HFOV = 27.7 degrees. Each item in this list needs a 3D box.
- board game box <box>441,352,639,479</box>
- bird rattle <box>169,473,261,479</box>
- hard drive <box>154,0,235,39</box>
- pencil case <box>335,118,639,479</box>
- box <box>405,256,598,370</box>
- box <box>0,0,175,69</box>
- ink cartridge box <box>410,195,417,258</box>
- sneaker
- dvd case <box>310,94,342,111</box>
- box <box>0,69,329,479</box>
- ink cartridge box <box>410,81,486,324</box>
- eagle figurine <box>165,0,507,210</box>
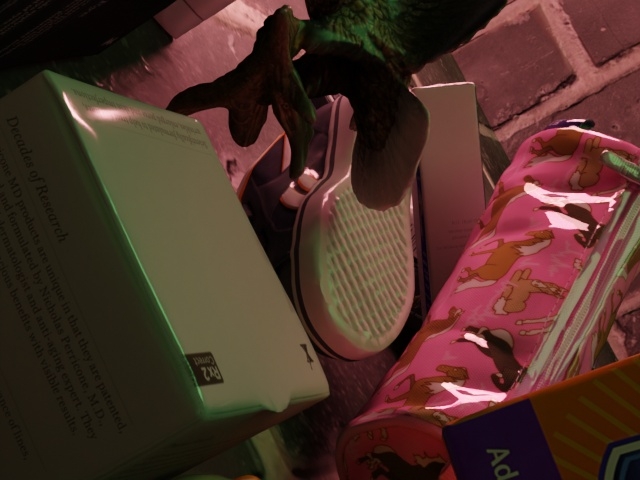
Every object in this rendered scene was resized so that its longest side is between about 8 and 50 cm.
[{"bbox_3d":[0.306,0.259,0.677,0.356,0.356,0.356,66,5,-56],"label":"board game box"},{"bbox_3d":[-0.032,0.216,0.653,0.207,0.143,0.253,53,26,15],"label":"bird rattle"},{"bbox_3d":[-0.047,-0.341,1.077,0.233,0.353,0.047,47,19,-41],"label":"hard drive"},{"bbox_3d":[0.157,0.069,1.014,0.386,0.160,0.167,-53,150,-38],"label":"pencil case"},{"bbox_3d":[0.185,0.088,1.399,0.233,0.059,0.183,28,11,11],"label":"box"},{"bbox_3d":[-0.105,-0.261,0.769,0.179,0.343,0.312,58,15,-4],"label":"box"},{"bbox_3d":[0.093,-0.038,1.429,0.206,0.045,0.208,38,14,12],"label":"ink cartridge box"},{"bbox_3d":[0.000,0.000,1.065,0.126,0.127,0.321,51,27,-23],"label":"sneaker"},{"bbox_3d":[0.061,-0.105,1.623,0.238,0.029,0.179,60,15,-5],"label":"dvd case"},{"bbox_3d":[-0.106,0.030,0.664,0.182,0.119,0.181,64,15,11],"label":"box"},{"bbox_3d":[0.123,0.020,1.226,0.165,0.065,0.332,-93,179,-85],"label":"ink cartridge box"},{"bbox_3d":[0.046,-0.186,1.001,0.298,0.226,0.225,-35,134,-38],"label":"eagle figurine"}]
